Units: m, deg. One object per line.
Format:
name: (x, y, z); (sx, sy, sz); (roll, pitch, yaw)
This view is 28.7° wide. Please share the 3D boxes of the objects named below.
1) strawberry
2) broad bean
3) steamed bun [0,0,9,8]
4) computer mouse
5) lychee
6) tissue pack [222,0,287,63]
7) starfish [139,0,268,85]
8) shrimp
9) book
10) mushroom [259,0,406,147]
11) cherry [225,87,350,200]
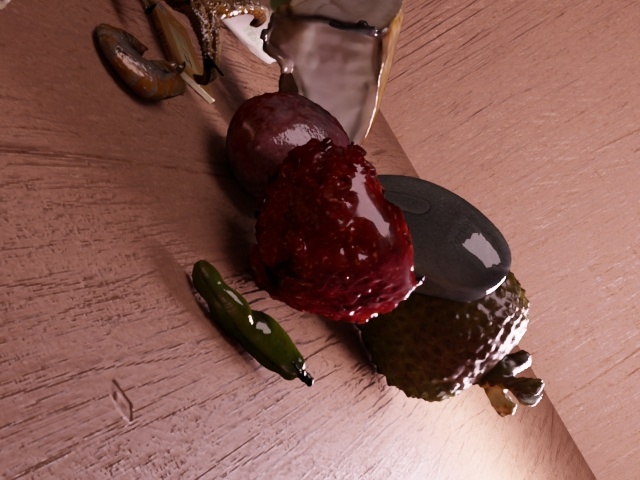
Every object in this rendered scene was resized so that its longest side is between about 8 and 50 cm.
strawberry: (0.000, 0.000, 1.700); (0.274, 0.220, 0.274); (44, -33, 38)
broad bean: (-0.082, 0.107, 1.508); (0.213, 0.048, 0.070); (50, 16, -23)
steamed bun: (-0.311, -0.318, 1.204); (0.200, 0.225, 0.170); (63, 13, 27)
computer mouse: (0.114, -0.021, 1.922); (0.114, 0.374, 0.203); (85, 28, -43)
lychee: (0.207, 0.134, 2.021); (0.320, 0.270, 0.270); (31, 21, -15)
tissue pack: (-0.161, -0.546, 2.369); (0.356, 0.194, 0.266); (44, 19, -46)
starfish: (-0.210, -0.379, 1.951); (0.312, 0.113, 0.303); (13, 41, -52)
shrimp: (-0.240, -0.248, 1.704); (0.132, 0.052, 0.187); (62, 16, 14)
book: (-0.225, -0.308, 1.990); (0.118, 0.012, 0.172); (41, 22, -53)
mushroom: (0.043, -0.343, 2.239); (0.397, 0.224, 0.313); (-69, 164, -52)
cherry: (-0.057, -0.138, 1.877); (0.192, 0.175, 0.250); (51, 13, 5)
